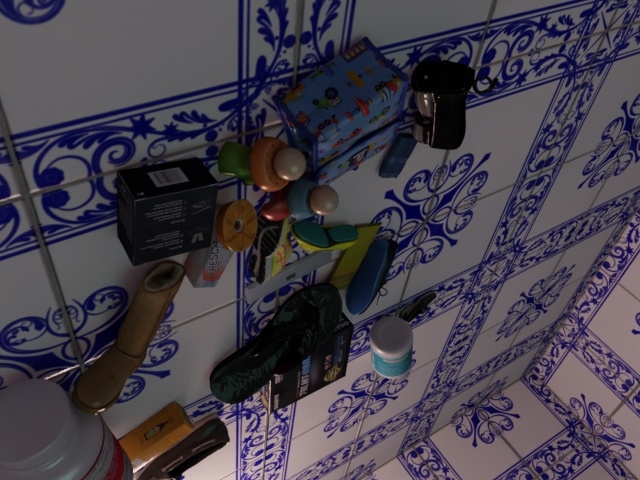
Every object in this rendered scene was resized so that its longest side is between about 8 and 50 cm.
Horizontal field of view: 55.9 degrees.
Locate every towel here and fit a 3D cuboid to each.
[{"bbox_3d":[0.083,0.049,1.655,0.102,0.021,0.237,-11,136,-45],"label":"towel"},{"bbox_3d":[0.184,-0.204,1.448,0.067,0.029,0.119,-5,134,-42],"label":"towel"}]

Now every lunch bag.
[{"bbox_3d":[0.050,-0.223,1.231,0.221,0.138,0.293,-36,159,-8],"label":"lunch bag"}]

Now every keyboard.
[{"bbox_3d":[-0.078,0.086,1.545,0.256,0.014,0.072,-26,150,-20],"label":"keyboard"}]

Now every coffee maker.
[{"bbox_3d":[0.281,-0.286,1.320,0.120,0.171,0.178,-48,152,-19],"label":"coffee maker"}]

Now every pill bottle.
[{"bbox_3d":[0.246,0.385,2.093,0.146,0.146,0.264,-30,145,-15],"label":"pill bottle"},{"bbox_3d":[-0.566,0.471,1.309,0.229,0.229,0.407,-27,144,-20],"label":"pill bottle"}]

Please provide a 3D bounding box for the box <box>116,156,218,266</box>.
[{"bbox_3d":[-0.281,-0.054,1.100,0.156,0.093,0.158,-15,139,-33],"label":"box"}]

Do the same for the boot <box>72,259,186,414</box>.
[{"bbox_3d":[-0.389,0.190,1.225,0.269,0.089,0.236,-58,-175,28],"label":"boot"}]

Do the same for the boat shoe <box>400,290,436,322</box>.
[{"bbox_3d":[0.350,0.235,2.108,0.152,0.049,0.056,-34,146,-10],"label":"boat shoe"}]

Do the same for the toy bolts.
[{"bbox_3d":[-0.073,-0.074,1.164,0.228,0.158,0.218,17,80,-57],"label":"toy bolts"}]

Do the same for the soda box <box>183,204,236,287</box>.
[{"bbox_3d":[-0.222,0.015,1.267,0.058,0.063,0.183,1,129,-46],"label":"soda box"}]

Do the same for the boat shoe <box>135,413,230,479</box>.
[{"bbox_3d":[-0.413,0.658,1.797,0.335,0.095,0.112,-41,152,2],"label":"boat shoe"}]

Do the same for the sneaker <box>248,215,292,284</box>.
[{"bbox_3d":[-0.102,0.006,1.375,0.094,0.081,0.208,-24,151,-36],"label":"sneaker"}]

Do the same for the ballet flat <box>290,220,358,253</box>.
[{"bbox_3d":[0.000,0.000,1.470,0.231,0.077,0.077,0,147,-47],"label":"ballet flat"}]

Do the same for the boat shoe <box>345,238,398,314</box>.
[{"bbox_3d":[0.159,0.112,1.727,0.089,0.109,0.258,-8,138,-44],"label":"boat shoe"}]

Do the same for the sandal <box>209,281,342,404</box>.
[{"bbox_3d":[-0.104,0.297,1.622,0.446,0.107,0.167,-43,115,5],"label":"sandal"}]

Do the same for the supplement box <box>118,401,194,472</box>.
[{"bbox_3d":[-0.464,0.542,1.633,0.233,0.078,0.080,-35,147,-7],"label":"supplement box"}]

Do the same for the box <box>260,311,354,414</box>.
[{"bbox_3d":[-0.045,0.386,1.876,0.293,0.073,0.295,-23,142,-26],"label":"box"}]
